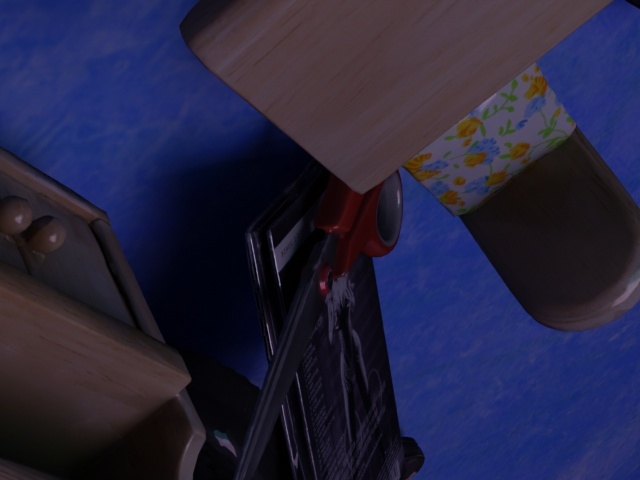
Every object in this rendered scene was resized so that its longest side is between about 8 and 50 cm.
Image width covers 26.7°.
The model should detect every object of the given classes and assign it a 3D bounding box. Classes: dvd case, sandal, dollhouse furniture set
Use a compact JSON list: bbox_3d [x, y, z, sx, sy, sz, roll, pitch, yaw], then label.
[{"bbox_3d":[0.008,0.070,0.743,0.164,0.018,0.221,-52,136,-64],"label":"dvd case"},{"bbox_3d":[-0.037,0.172,0.845,0.446,0.167,0.107,80,29,-54],"label":"sandal"},{"bbox_3d":[0.018,-0.029,0.439,0.394,0.256,0.362,-38,145,12],"label":"dollhouse furniture set"}]

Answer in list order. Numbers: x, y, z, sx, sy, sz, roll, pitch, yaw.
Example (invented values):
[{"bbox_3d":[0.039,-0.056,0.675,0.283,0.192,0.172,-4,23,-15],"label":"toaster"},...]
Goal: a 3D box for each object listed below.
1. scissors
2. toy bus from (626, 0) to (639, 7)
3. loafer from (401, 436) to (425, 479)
[{"bbox_3d":[0.000,0.000,0.672,0.297,0.021,0.109,-53,144,-60],"label":"scissors"},{"bbox_3d":[0.282,-0.177,0.827,0.220,0.211,0.149,8,119,-57],"label":"toy bus"},{"bbox_3d":[0.033,0.208,1.077,0.170,0.061,0.062,-22,140,-43],"label":"loafer"}]
